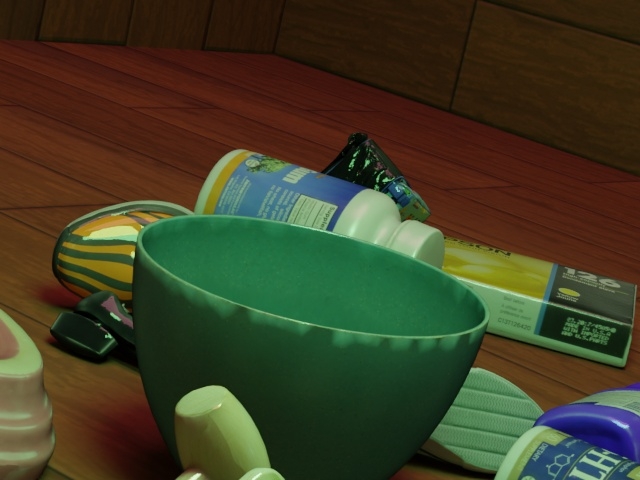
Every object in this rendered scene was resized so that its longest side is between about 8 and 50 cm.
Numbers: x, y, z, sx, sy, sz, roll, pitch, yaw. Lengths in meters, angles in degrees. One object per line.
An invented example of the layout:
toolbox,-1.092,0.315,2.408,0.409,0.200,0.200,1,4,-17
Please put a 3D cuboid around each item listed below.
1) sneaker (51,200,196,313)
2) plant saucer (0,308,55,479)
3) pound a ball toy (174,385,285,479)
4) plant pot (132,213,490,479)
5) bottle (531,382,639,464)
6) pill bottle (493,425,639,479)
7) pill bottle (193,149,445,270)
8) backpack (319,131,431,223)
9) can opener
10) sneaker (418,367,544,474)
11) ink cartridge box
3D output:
sneaker,-0.107,0.047,1.846,0.321,0.125,0.180,8,13,-20
plant saucer,-0.343,0.071,1.394,0.332,0.084,0.332,30,8,-5
pound a ball toy,-0.045,0.227,0.853,0.208,0.136,0.319,1,41,40
plant pot,-0.025,0.116,1.468,0.290,0.195,0.290,12,14,-3
bottle,0.289,0.186,1.693,0.118,0.092,0.283,0,2,25
pill bottle,0.236,0.230,1.435,0.186,0.112,0.112,20,15,29
pill bottle,0.000,0.000,2.089,0.272,0.152,0.152,18,14,22
backpack,0.033,-0.029,2.241,0.117,0.173,0.158,50,0,19
can opener,-0.169,0.104,1.732,0.186,0.073,0.059,22,-24,21
sneaker,0.090,0.154,1.668,0.258,0.094,0.091,20,-14,-18
ink cartridge box,0.248,0.058,2.283,0.303,0.072,0.307,14,15,7
